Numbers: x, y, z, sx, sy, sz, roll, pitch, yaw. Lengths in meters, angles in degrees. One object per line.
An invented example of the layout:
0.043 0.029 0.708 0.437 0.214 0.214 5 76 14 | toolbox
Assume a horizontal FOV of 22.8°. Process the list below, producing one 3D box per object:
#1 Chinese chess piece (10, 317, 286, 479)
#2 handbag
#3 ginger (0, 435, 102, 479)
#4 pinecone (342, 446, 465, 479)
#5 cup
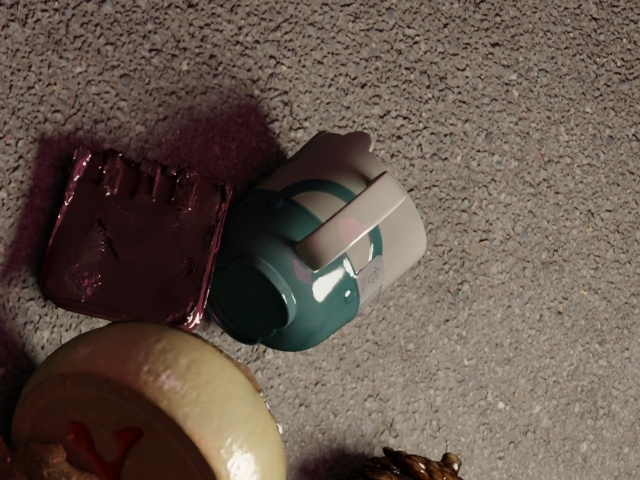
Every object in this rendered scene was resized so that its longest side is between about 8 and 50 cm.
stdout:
-0.201 0.256 1.863 0.140 0.338 0.338 -40 112 -50 | Chinese chess piece
-0.227 -0.001 1.963 0.203 0.074 0.216 12 76 1 | handbag
-0.375 0.282 1.834 0.258 0.065 0.149 16 99 9 | ginger
0.107 0.400 2.154 0.272 0.224 0.224 -47 115 -14 | pinecone
0.000 0.000 2.047 0.257 0.289 0.219 -41 95 -30 | cup
